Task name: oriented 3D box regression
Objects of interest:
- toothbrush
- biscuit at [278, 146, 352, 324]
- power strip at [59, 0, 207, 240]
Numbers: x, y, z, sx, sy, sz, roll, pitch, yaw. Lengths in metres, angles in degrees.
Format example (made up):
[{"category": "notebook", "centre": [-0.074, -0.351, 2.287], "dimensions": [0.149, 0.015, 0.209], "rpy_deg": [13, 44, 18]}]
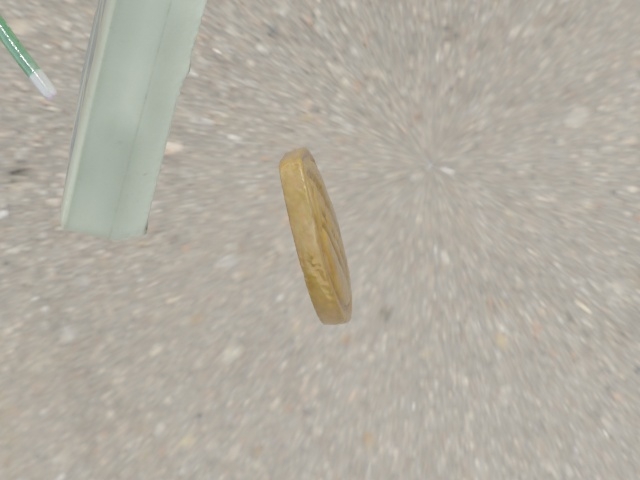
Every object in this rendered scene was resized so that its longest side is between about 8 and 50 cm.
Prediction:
[{"category": "toothbrush", "centre": [-0.322, -0.235, 1.757], "dimensions": [0.024, 0.018, 0.257], "rpy_deg": [-37, 86, 13]}, {"category": "biscuit", "centre": [0.000, 0.000, 1.632], "dimensions": [0.029, 0.221, 0.142], "rpy_deg": [-11, 57, 6]}, {"category": "power strip", "centre": [-0.053, -0.083, 0.607], "dimensions": [0.035, 0.081, 0.192], "rpy_deg": [11, 136, -8]}]
